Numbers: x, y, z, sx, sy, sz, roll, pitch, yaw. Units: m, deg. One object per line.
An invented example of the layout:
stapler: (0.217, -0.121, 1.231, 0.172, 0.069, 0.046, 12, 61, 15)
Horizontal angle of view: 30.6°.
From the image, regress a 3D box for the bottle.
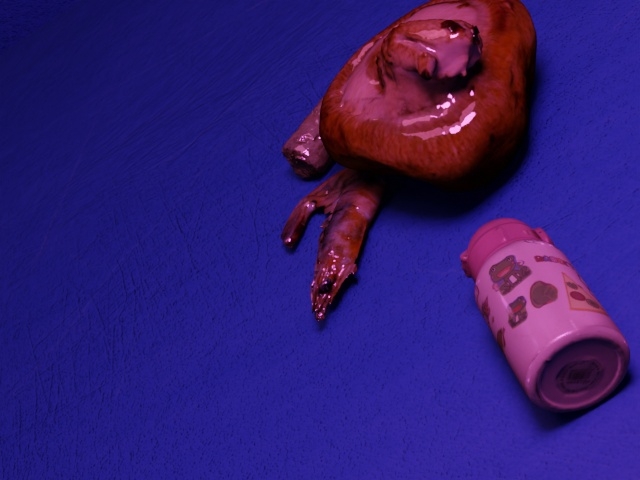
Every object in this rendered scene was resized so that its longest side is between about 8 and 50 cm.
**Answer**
bottle: (0.237, 0.067, 1.293, 0.120, 0.120, 0.253, -33, 37, 9)

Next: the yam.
yam: (0.015, -0.178, 1.792, 0.078, 0.078, 0.179, 12, 58, 48)

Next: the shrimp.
shrimp: (0.000, 0.000, 1.639, 0.169, 0.058, 0.296, -17, 37, 38)

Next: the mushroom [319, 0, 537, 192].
mushroom: (0.144, -0.222, 1.564, 0.345, 0.259, 0.345, -23, 38, 20)
